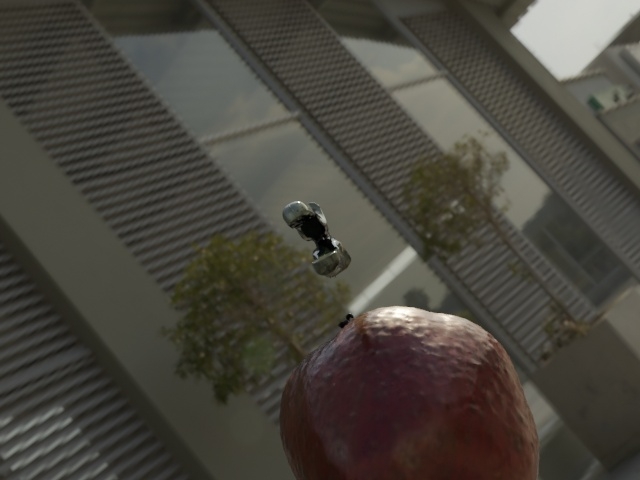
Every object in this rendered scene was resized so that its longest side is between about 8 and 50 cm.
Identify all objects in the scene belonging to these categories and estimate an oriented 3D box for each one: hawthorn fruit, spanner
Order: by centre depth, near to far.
[{"bbox_3d":[0.107,0.246,1.149,0.284,0.369,0.285,-7,-52,-9],"label":"hawthorn fruit"},{"bbox_3d":[0.000,0.000,1.262,0.040,0.096,0.325,-31,-2,3],"label":"spanner"}]
